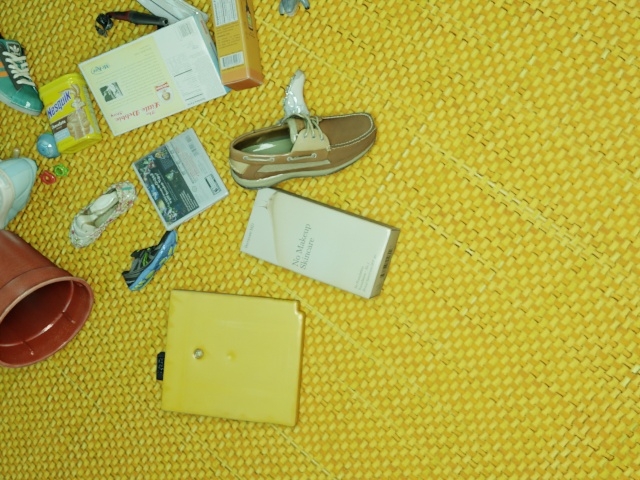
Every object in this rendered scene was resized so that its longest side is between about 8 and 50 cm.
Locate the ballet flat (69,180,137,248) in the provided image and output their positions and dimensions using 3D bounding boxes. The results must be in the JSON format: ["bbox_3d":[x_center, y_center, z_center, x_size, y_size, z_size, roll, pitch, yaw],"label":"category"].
[{"bbox_3d":[-0.559,-0.067,1.629,0.241,0.077,0.091,-40,79,15],"label":"ballet flat"}]

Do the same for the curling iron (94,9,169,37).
[{"bbox_3d":[-0.453,-0.523,1.573,0.274,0.035,0.068,13,85,36],"label":"curling iron"}]

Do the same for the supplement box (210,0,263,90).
[{"bbox_3d":[-0.194,-0.470,1.503,0.080,0.078,0.234,-7,88,22],"label":"supplement box"}]

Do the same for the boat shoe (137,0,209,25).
[{"bbox_3d":[-0.381,-0.581,1.556,0.267,0.096,0.088,39,95,12],"label":"boat shoe"}]

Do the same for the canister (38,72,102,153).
[{"bbox_3d":[-0.630,-0.317,1.653,0.126,0.073,0.170,-20,86,18],"label":"canister"}]

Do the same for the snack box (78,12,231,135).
[{"bbox_3d":[-0.388,-0.385,1.541,0.321,0.060,0.187,-16,111,18],"label":"snack box"}]

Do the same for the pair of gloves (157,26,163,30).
[{"bbox_3d":[-0.363,-0.488,1.566,0.083,0.074,0.010,41,70,15],"label":"pair of gloves"}]

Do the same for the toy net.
[{"bbox_3d":[-0.764,-0.196,1.720,0.232,0.045,0.122,-16,115,21],"label":"toy net"}]

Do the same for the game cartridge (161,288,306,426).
[{"bbox_3d":[-0.200,0.266,1.506,0.323,0.052,0.285,5,89,10],"label":"game cartridge"}]

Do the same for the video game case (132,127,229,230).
[{"bbox_3d":[-0.335,-0.146,1.564,0.173,0.022,0.190,-31,81,3],"label":"video game case"}]

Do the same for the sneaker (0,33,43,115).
[{"bbox_3d":[-0.811,-0.451,1.694,0.302,0.108,0.121,45,108,15],"label":"sneaker"}]

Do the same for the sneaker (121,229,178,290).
[{"bbox_3d":[-0.418,0.041,1.587,0.078,0.067,0.188,47,105,10],"label":"sneaker"}]

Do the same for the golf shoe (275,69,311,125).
[{"bbox_3d":[-0.048,-0.290,1.472,0.086,0.069,0.176,15,101,0],"label":"golf shoe"}]

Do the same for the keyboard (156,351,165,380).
[{"bbox_3d":[-0.315,0.322,1.571,0.192,0.038,0.100,-1,90,19],"label":"keyboard"}]

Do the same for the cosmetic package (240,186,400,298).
[{"bbox_3d":[0.000,0.000,1.423,0.309,0.113,0.160,18,96,17],"label":"cosmetic package"}]

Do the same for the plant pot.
[{"bbox_3d":[-0.756,0.125,1.613,0.265,0.272,0.272,37,102,23],"label":"plant pot"}]

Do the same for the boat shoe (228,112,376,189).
[{"bbox_3d":[-0.040,-0.204,1.379,0.324,0.120,0.123,-19,57,-5],"label":"boat shoe"}]

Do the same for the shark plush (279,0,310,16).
[{"bbox_3d":[-0.064,-0.580,1.462,0.073,0.067,0.161,6,93,19],"label":"shark plush"}]

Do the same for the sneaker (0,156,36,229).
[{"bbox_3d":[-0.819,-0.097,1.686,0.366,0.150,0.135,-27,100,44],"label":"sneaker"}]
